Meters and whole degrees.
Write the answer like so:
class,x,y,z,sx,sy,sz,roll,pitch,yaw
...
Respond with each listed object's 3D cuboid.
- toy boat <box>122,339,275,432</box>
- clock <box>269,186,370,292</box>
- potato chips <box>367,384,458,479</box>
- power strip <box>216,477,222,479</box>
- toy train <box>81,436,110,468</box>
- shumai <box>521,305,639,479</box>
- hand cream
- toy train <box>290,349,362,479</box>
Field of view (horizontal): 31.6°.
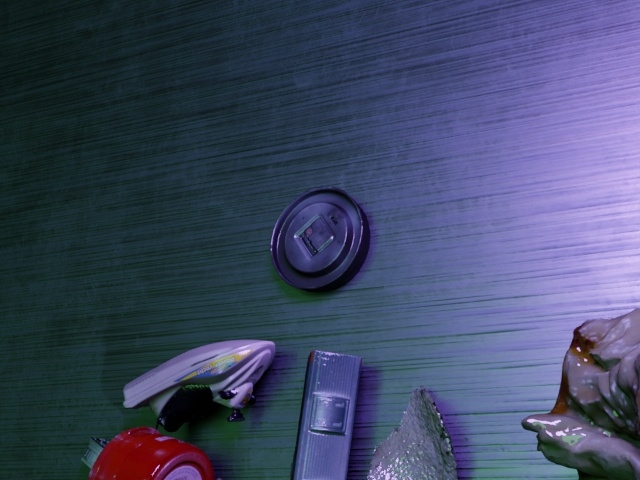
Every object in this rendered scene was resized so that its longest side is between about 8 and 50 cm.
class,x,y,z,sx,sy,sz,roll,pitch,yaw
toy boat,-0.194,0.245,1.893,0.269,0.141,0.141,-14,64,25
clock,0.000,0.000,1.923,0.184,0.040,0.184,-12,66,29
potato chips,0.133,0.342,1.696,0.167,0.059,0.228,33,95,43
power strip,-0.117,0.493,1.803,0.092,0.034,0.268,-38,56,15
toy train,-0.383,0.390,2.010,0.093,0.038,0.056,29,90,36
shumai,0.426,0.218,1.403,0.324,0.397,0.323,-36,25,-32
hand cream,-0.275,0.409,1.842,0.125,0.193,0.193,13,79,33
toy train,-0.004,0.374,1.735,0.086,0.089,0.409,9,72,-3
